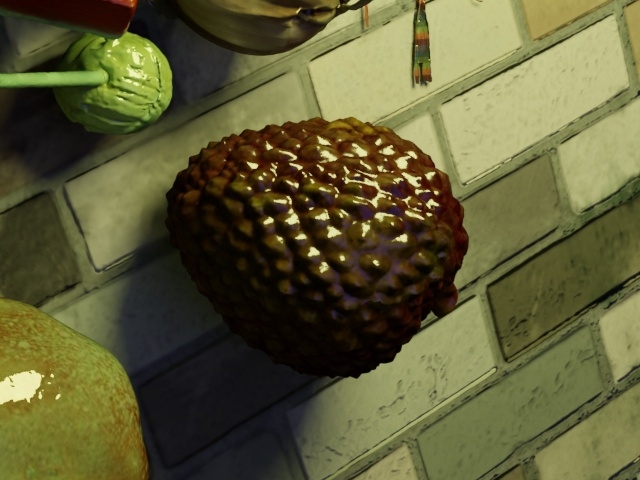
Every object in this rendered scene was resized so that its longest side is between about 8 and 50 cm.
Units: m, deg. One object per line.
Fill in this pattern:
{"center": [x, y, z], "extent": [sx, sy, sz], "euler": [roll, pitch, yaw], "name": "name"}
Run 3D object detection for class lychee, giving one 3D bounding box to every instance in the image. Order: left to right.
{"center": [0.000, 0.000, 1.511], "extent": [0.271, 0.236, 0.236], "euler": [19, 87, -22], "name": "lychee"}

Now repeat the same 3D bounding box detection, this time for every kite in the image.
{"center": [0.094, -0.271, 1.666], "extent": [0.198, 0.006, 0.244], "euler": [-17, 108, -34], "name": "kite"}

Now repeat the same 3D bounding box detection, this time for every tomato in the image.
{"center": [-0.271, 0.188, 1.322], "extent": [0.303, 0.239, 0.303], "euler": [0, 91, -32], "name": "tomato"}

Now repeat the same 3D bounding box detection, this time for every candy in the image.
{"center": [-0.206, -0.120, 1.324], "extent": [0.092, 0.093, 0.335], "euler": [-48, 169, 16], "name": "candy"}

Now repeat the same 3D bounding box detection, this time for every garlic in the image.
{"center": [-0.044, -0.234, 1.413], "extent": [0.207, 0.257, 0.207], "euler": [-10, 108, -31], "name": "garlic"}

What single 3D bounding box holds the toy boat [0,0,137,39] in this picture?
{"center": [-0.188, -0.324, 1.378], "extent": [0.145, 0.133, 0.331], "euler": [10, 81, -19], "name": "toy boat"}
